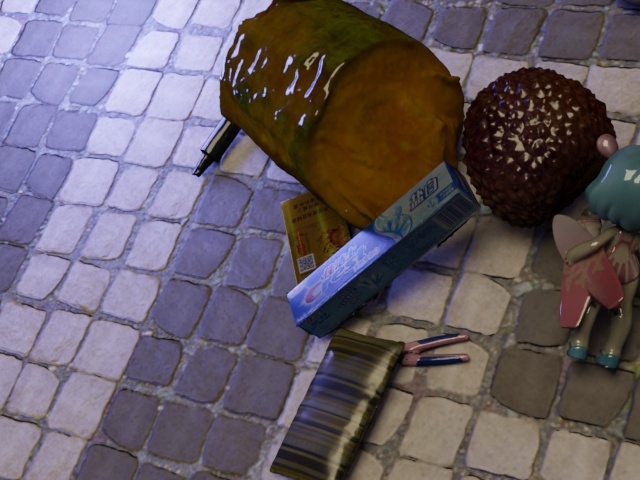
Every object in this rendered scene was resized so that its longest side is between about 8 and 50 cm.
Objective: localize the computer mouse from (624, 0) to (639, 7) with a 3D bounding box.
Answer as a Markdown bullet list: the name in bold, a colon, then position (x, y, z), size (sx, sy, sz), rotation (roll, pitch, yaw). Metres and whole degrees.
- **computer mouse**: position (0.417, -0.408, 1.639), size (0.120, 0.057, 0.232), rotation (-30, 53, 5)

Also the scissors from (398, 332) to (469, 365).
- **scissors**: position (0.126, 0.137, 1.466), size (0.113, 0.012, 0.039), rotation (-10, 56, 19)

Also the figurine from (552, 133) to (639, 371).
- **figurine**: position (0.358, 0.021, 1.347), size (0.205, 0.103, 0.260), rotation (15, 92, 8)

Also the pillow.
- **pillow**: position (0.021, 0.203, 1.456), size (0.113, 0.038, 0.203), rotation (11, 66, 41)

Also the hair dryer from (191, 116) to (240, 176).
- **hair dryer**: position (-0.098, -0.191, 1.745), size (0.128, 0.070, 0.255), rotation (27, 82, 33)

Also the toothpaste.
- **toothpaste**: position (0.073, 0.015, 1.481), size (0.272, 0.053, 0.066), rotation (-41, 42, 20)

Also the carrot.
- **carrot**: position (0.033, -0.172, 1.556), size (0.241, 0.241, 0.340), rotation (-46, 52, -7)

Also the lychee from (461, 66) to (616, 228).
- **lychee**: position (0.255, -0.122, 1.456), size (0.188, 0.188, 0.188), rotation (-11, 57, 18)

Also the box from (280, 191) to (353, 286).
- **box**: position (0.000, 0.000, 1.600), size (0.089, 0.022, 0.156), rotation (-23, 54, 12)
